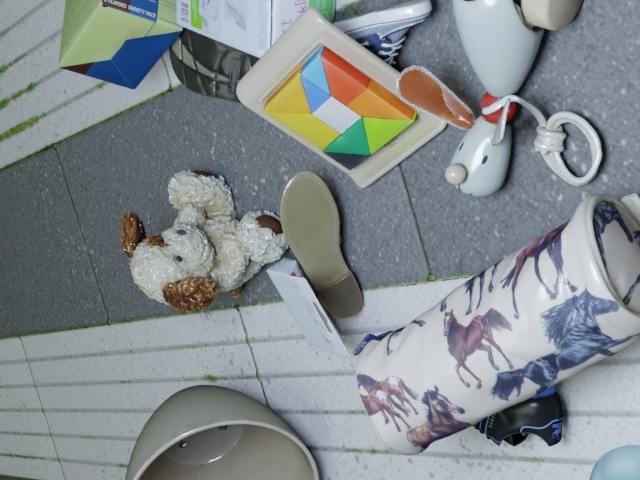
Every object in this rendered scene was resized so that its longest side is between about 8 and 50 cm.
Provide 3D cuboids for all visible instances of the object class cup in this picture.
[{"bbox_3d":[-0.192,0.386,1.836,0.237,0.331,0.331,-124,32,-60],"label":"cup"}]

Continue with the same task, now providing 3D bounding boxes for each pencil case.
[{"bbox_3d":[0.220,0.102,1.253,0.160,0.183,0.410,35,130,-22],"label":"pencil case"}]

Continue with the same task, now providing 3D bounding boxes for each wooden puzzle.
[{"bbox_3d":[0.022,-0.181,1.430,0.239,0.044,0.221,36,143,-14],"label":"wooden puzzle"}]

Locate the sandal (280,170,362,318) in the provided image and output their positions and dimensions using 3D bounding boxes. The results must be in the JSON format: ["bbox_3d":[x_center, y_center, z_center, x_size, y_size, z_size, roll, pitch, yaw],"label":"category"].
[{"bbox_3d":[-0.006,0.002,1.602,0.079,0.088,0.240,-128,16,-72],"label":"sandal"}]

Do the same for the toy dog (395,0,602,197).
[{"bbox_3d":[0.187,-0.199,1.219,0.220,0.161,0.333,7,111,49],"label":"toy dog"}]

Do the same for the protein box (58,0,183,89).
[{"bbox_3d":[-0.317,-0.390,1.695,0.200,0.136,0.201,-35,49,51],"label":"protein box"}]

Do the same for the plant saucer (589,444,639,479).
[{"bbox_3d":[0.402,0.350,1.295,0.195,0.037,0.195,24,124,42],"label":"plant saucer"}]

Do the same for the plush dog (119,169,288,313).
[{"bbox_3d":[-0.209,0.029,1.733,0.262,0.225,0.210,36,130,35],"label":"plush dog"}]

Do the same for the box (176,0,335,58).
[{"bbox_3d":[-0.094,-0.412,1.490,0.231,0.127,0.262,28,125,40],"label":"box"}]

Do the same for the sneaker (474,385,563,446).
[{"bbox_3d":[0.224,0.230,1.420,0.232,0.081,0.090,-8,92,50],"label":"sneaker"}]

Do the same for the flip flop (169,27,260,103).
[{"bbox_3d":[-0.126,-0.272,1.635,0.277,0.080,0.112,23,115,27],"label":"flip flop"}]

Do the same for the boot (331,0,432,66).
[{"bbox_3d":[0.089,-0.264,1.394,0.190,0.069,0.086,3,115,58],"label":"boot"}]

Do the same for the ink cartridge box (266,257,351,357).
[{"bbox_3d":[-0.008,0.099,1.601,0.145,0.045,0.179,61,161,-13],"label":"ink cartridge box"}]
